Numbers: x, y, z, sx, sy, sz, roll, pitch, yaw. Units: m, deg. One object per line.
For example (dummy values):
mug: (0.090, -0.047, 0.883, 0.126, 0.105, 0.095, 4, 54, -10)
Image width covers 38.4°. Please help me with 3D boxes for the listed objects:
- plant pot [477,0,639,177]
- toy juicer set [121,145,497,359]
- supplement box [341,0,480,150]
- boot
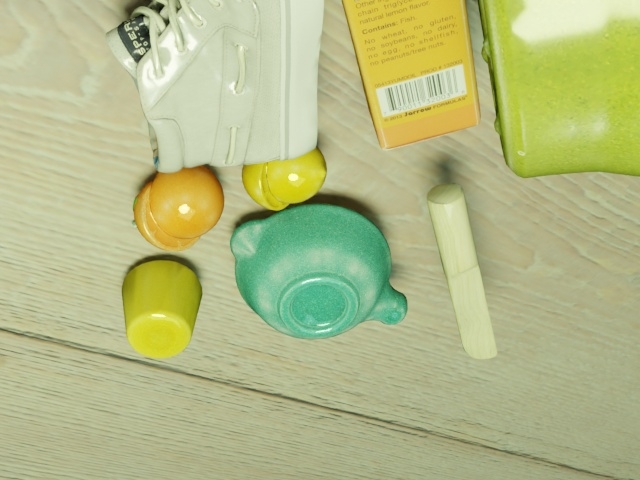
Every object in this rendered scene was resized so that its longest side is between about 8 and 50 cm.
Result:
plant pot: (0.249, -0.175, 0.456, 0.353, 0.366, 0.366, -9, 142, 12)
toy juicer set: (0.000, 0.000, 0.760, 0.329, 0.089, 0.209, 2, 126, -7)
supplement box: (0.047, -0.166, 0.576, 0.080, 0.078, 0.233, -14, 140, 3)
boot: (-0.069, -0.135, 0.560, 0.123, 0.095, 0.258, -13, 141, -10)
